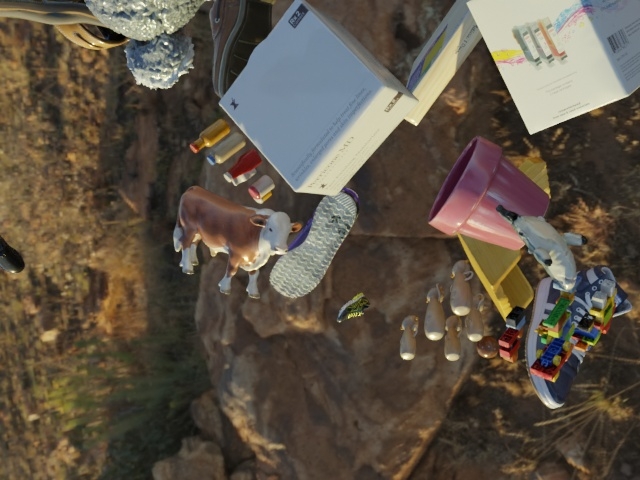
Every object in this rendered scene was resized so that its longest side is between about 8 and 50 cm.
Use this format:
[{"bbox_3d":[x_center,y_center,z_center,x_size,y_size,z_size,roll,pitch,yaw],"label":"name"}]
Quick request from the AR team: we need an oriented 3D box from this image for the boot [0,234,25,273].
[{"bbox_3d":[-0.629,0.019,1.281,0.121,0.045,0.099,57,160,-17],"label":"boot"}]

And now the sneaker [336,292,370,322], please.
[{"bbox_3d":[0.066,0.136,1.277,0.035,0.083,0.031,40,147,18],"label":"sneaker"}]

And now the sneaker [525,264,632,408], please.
[{"bbox_3d":[0.458,0.156,1.150,0.153,0.282,0.099,-25,121,41],"label":"sneaker"}]

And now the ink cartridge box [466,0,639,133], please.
[{"bbox_3d":[0.281,-0.239,0.745,0.127,0.128,0.176,-18,102,53],"label":"ink cartridge box"}]

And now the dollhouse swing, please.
[{"bbox_3d":[0.565,0.006,1.809,0.305,0.347,0.315,-29,57,7],"label":"dollhouse swing"}]

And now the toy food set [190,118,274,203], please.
[{"bbox_3d":[-0.205,-0.169,1.581,0.111,0.104,0.232,18,144,54],"label":"toy food set"}]

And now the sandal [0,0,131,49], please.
[{"bbox_3d":[-0.258,-0.241,0.714,0.090,0.219,0.060,-89,4,-48],"label":"sandal"}]

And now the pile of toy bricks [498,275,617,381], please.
[{"bbox_3d":[0.353,0.145,0.973,0.118,0.212,0.105,18,135,40],"label":"pile of toy bricks"}]

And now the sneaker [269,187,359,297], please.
[{"bbox_3d":[0.001,0.000,1.452,0.102,0.146,0.293,37,115,-1],"label":"sneaker"}]

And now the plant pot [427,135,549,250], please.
[{"bbox_3d":[0.337,-0.078,1.288,0.180,0.201,0.201,29,127,0],"label":"plant pot"}]

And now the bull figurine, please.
[{"bbox_3d":[-0.172,-0.001,1.278,0.310,0.101,0.188,25,104,36],"label":"bull figurine"}]

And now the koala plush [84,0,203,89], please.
[{"bbox_3d":[-0.167,-0.254,0.577,0.196,0.203,0.221,93,156,-53],"label":"koala plush"}]

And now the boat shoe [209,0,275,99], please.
[{"bbox_3d":[-0.162,-0.427,1.295,0.104,0.110,0.307,21,99,35],"label":"boat shoe"}]

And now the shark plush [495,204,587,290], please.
[{"bbox_3d":[0.305,0.005,0.947,0.161,0.073,0.067,38,157,34],"label":"shark plush"}]

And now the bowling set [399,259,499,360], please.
[{"bbox_3d":[0.338,0.203,1.612,0.287,0.200,0.154,-47,21,40],"label":"bowling set"}]

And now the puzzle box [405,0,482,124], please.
[{"bbox_3d":[0.306,-0.462,1.366,0.052,0.272,0.409,29,132,-8],"label":"puzzle box"}]

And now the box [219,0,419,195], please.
[{"bbox_3d":[-0.004,-0.184,0.870,0.181,0.119,0.182,-48,69,22],"label":"box"}]
